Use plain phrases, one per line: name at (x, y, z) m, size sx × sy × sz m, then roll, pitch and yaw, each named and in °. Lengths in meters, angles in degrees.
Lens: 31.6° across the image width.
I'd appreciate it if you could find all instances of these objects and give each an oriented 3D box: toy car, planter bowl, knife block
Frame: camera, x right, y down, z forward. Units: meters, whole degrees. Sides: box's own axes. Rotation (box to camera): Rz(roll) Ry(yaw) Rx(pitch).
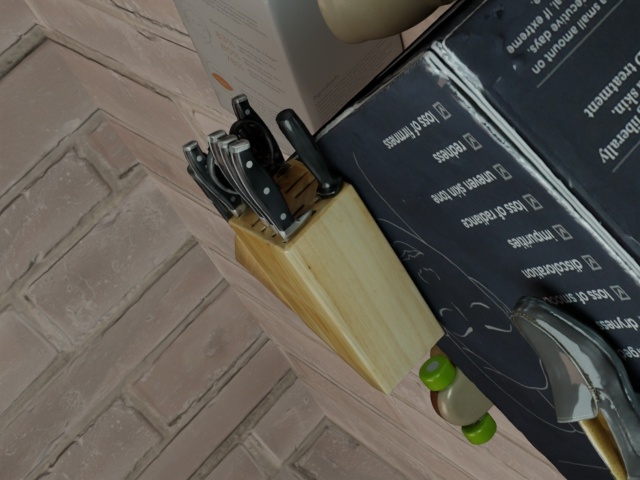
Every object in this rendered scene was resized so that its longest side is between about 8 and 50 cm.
toy car at (0.205, 0.202, 1.774) m, size 0.155 × 0.149 × 0.188 m, roll 52°, pitch 167°, yaw -25°
planter bowl at (0.075, -0.277, 1.109) m, size 0.109 × 0.162 × 0.162 m, roll 2°, pitch 144°, yaw 27°
knife block at (0.000, 0.000, 1.009) m, size 0.275 × 0.088 × 0.242 m, roll 43°, pitch 166°, yaw 7°

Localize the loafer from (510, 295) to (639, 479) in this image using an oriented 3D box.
loafer at (0.199, 0.113, 0.843) m, size 0.170 × 0.061 × 0.062 m, roll 45°, pitch 166°, yaw -2°

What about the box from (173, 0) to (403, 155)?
box at (-0.041, -0.269, 1.364) m, size 0.215 × 0.168 × 0.345 m, roll 36°, pitch 164°, yaw 28°

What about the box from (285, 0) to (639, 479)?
box at (0.263, -0.020, 0.990) m, size 0.472 × 0.297 × 0.480 m, roll 48°, pitch 165°, yaw -5°
